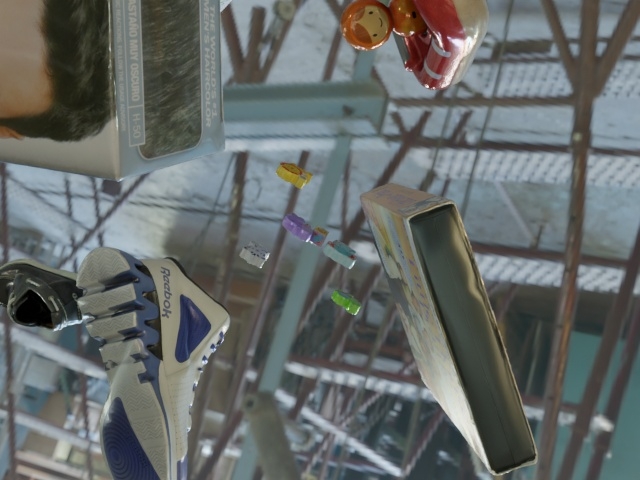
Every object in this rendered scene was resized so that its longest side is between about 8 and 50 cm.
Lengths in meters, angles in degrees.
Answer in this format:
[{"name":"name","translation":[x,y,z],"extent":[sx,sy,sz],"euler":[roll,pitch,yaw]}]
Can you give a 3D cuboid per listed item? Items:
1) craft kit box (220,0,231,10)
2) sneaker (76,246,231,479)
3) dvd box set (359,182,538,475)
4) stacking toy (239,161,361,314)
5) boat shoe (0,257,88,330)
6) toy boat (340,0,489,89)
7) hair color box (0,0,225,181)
[{"name":"craft kit box","translation":[-0.230,-0.455,1.641],"extent":[0.246,0.061,0.250],"euler":[-12,171,-34]},{"name":"sneaker","translation":[-0.187,0.156,1.252],"extent":[0.127,0.315,0.182],"euler":[-11,178,39]},{"name":"dvd box set","translation":[0.147,0.086,1.249],"extent":[0.062,0.307,0.420],"euler":[-20,-172,-2]},{"name":"stacking toy","translation":[0.000,0.000,1.528],"extent":[0.221,0.167,0.052],"euler":[29,-159,3]},{"name":"boat shoe","translation":[-0.407,0.079,1.376],"extent":[0.233,0.079,0.084],"euler":[7,124,42]},{"name":"toy boat","translation":[0.096,-0.258,1.120],"extent":[0.151,0.151,0.231],"euler":[-16,167,-6]},{"name":"hair color box","translation":[-0.248,-0.163,0.681],"extent":[0.374,0.185,0.113],"euler":[10,-161,29]}]
